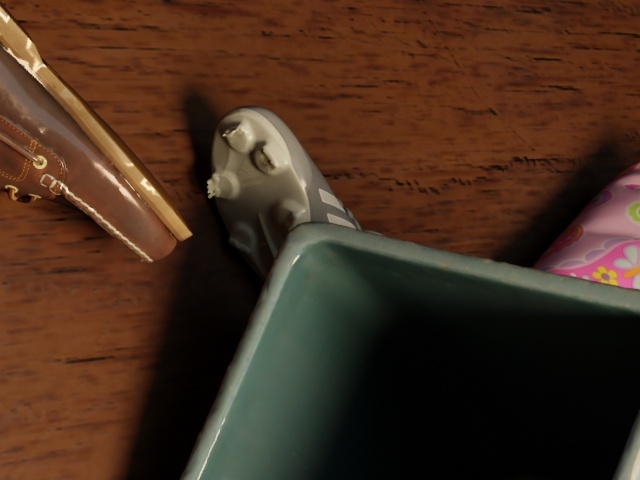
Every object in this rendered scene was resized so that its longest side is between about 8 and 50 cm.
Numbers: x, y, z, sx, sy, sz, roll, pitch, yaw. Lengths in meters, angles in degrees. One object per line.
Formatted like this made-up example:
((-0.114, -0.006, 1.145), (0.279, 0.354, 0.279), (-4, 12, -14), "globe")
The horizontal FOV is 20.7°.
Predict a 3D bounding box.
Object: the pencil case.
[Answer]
((0.204, 0.048, 1.222), (0.284, 0.124, 0.124), (-41, 107, -42), "pencil case")

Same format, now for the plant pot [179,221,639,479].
((0.094, 0.167, 0.971), (0.252, 0.248, 0.247), (41, 68, -51), "plant pot")

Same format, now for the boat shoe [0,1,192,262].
((-0.157, -0.059, 0.941), (0.073, 0.073, 0.207), (-43, 109, -3), "boat shoe")

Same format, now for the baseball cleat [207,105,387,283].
((0.000, 0.000, 1.081), (0.109, 0.072, 0.205), (-43, 118, -49), "baseball cleat")
